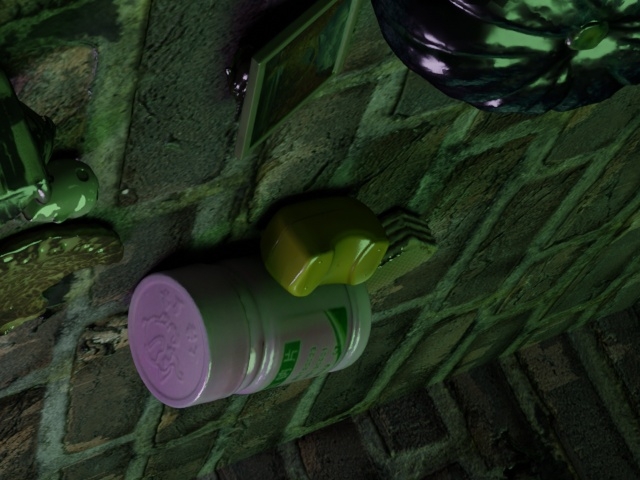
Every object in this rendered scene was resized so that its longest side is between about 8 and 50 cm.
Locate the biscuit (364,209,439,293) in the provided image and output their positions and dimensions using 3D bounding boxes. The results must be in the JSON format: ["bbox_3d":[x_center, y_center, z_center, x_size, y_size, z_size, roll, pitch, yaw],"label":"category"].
[{"bbox_3d":[-0.007,0.088,2.702,0.426,0.078,0.144,-30,162,17],"label":"biscuit"}]

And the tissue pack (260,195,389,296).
[{"bbox_3d":[0.000,0.000,2.397,0.178,0.127,0.123,-12,144,-41],"label":"tissue pack"}]

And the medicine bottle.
[{"bbox_3d":[-0.104,0.125,2.462,0.325,0.212,0.212,-10,157,-42],"label":"medicine bottle"}]

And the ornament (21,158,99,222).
[{"bbox_3d":[-0.329,-0.053,1.875,0.156,0.081,0.075,-6,149,-37],"label":"ornament"}]

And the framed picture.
[{"bbox_3d":[-0.024,-0.202,1.861,0.184,0.016,0.250,-43,170,-22],"label":"framed picture"}]

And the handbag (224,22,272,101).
[{"bbox_3d":[-0.080,-0.196,1.854,0.072,0.047,0.111,-38,173,-32],"label":"handbag"}]

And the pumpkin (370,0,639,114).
[{"bbox_3d":[0.224,-0.291,1.583,0.363,0.266,0.363,-14,143,-10],"label":"pumpkin"}]

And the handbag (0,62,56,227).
[{"bbox_3d":[-0.413,-0.051,1.528,0.325,0.162,0.327,-21,-174,-4],"label":"handbag"}]

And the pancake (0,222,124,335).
[{"bbox_3d":[-0.398,0.057,2.167,0.286,0.033,0.288,-19,161,-26],"label":"pancake"}]
